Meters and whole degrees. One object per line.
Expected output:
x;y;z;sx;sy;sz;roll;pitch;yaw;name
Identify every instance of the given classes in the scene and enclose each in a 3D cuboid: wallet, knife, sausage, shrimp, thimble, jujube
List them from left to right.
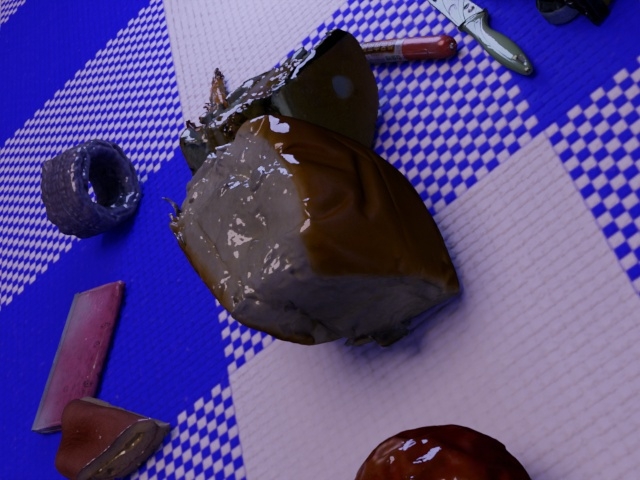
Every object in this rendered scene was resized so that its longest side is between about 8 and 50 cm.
-0.356;0.171;1.660;0.119;0.025;0.232;-18;50;40;wallet
-0.366;-0.081;1.773;0.097;0.150;0.150;-19;48;37;thimble
-0.178;-0.219;1.777;0.091;0.025;0.127;-24;48;36;shrimp
0.092;-0.254;1.502;0.253;0.034;0.034;4;65;50;sausage
0.120;0.267;0.938;0.174;0.174;0.250;-41;35;17;jujube
0.199;-0.273;1.410;0.043;0.020;0.293;-49;36;10;knife

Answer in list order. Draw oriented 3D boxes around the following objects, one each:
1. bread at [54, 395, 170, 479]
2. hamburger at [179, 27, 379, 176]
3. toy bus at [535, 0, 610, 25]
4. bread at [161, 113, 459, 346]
-0.288;0.269;1.472;0.192;0.067;0.119;8;60;49;bread
-0.039;-0.133;1.435;0.167;0.192;0.288;-8;26;37;hamburger
0.245;-0.402;1.348;0.194;0.162;0.323;-51;38;2;toy bus
0.000;0.000;1.234;0.225;0.250;0.279;-51;41;16;bread
